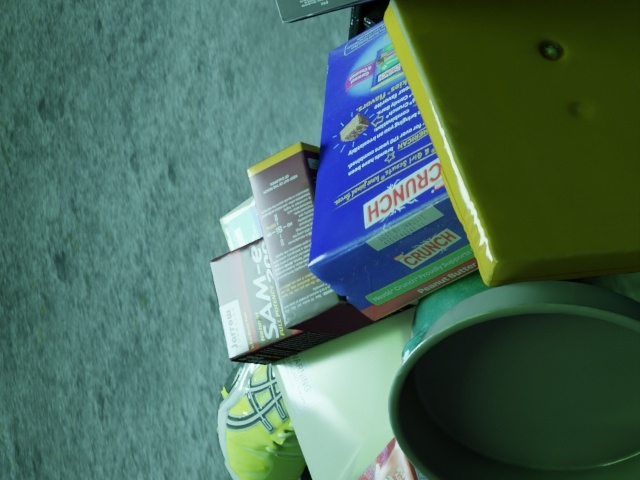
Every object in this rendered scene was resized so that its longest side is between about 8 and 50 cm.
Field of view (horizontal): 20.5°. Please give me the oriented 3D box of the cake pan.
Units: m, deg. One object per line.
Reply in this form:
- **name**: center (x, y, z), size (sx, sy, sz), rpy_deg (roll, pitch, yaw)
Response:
- **cake pan**: center (0.208, 0.143, 1.585), size (0.054, 0.293, 0.293), rpy_deg (-79, 16, -46)

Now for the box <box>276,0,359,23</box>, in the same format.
- **box**: center (0.138, -0.296, 1.702), size (0.307, 0.242, 0.077), rpy_deg (-12, 97, 39)

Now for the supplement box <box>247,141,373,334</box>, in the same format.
- **supplement box**: center (0.000, 0.000, 1.910), size (0.081, 0.104, 0.188), rpy_deg (-26, 68, 31)

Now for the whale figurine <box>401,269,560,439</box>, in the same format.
- **whale figurine**: center (0.191, 0.105, 1.788), size (0.272, 0.216, 0.141), rpy_deg (-105, 22, -66)

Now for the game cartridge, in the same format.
- **game cartridge**: center (0.235, -0.106, 1.656), size (0.053, 0.285, 0.324), rpy_deg (111, 149, -52)

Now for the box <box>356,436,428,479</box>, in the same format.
- **box**: center (0.175, 0.272, 1.756), size (0.123, 0.256, 0.128), rpy_deg (-55, 42, 44)

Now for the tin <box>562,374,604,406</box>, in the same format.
- **tin**: center (0.304, 0.110, 1.644), size (0.189, 0.106, 0.040), rpy_deg (-28, 64, 13)

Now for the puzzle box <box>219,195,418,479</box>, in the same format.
- **puzzle box**: center (0.054, 0.083, 2.046), size (0.272, 0.052, 0.409), rpy_deg (-34, 64, 28)

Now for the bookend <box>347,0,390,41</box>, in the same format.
- **bookend**: center (0.108, -0.233, 2.084), size (0.156, 0.072, 0.157), rpy_deg (41, 138, 37)

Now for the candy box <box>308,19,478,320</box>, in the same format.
- **candy box**: center (0.127, -0.113, 1.841), size (0.268, 0.122, 0.317), rpy_deg (-27, 39, 34)

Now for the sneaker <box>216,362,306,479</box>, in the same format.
- **sneaker**: center (-0.023, 0.191, 2.237), size (0.147, 0.145, 0.385), rpy_deg (55, 135, 47)

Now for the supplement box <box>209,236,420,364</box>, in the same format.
- **supplement box**: center (-0.006, 0.045, 2.018), size (0.239, 0.073, 0.130), rpy_deg (-24, 69, 32)
